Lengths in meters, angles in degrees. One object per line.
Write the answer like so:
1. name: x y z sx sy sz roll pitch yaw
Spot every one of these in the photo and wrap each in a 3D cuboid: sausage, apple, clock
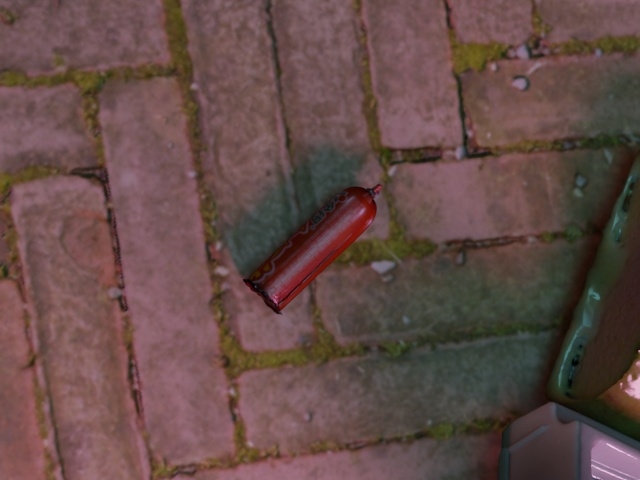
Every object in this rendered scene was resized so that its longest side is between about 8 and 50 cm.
1. sausage: 0.000 0.000 1.265 0.145 0.050 0.048 -43 58 -10
2. apple: 0.331 0.069 1.315 0.193 0.120 0.265 24 87 -24
3. clock: 0.263 0.281 1.223 0.231 0.116 0.262 24 49 -18
